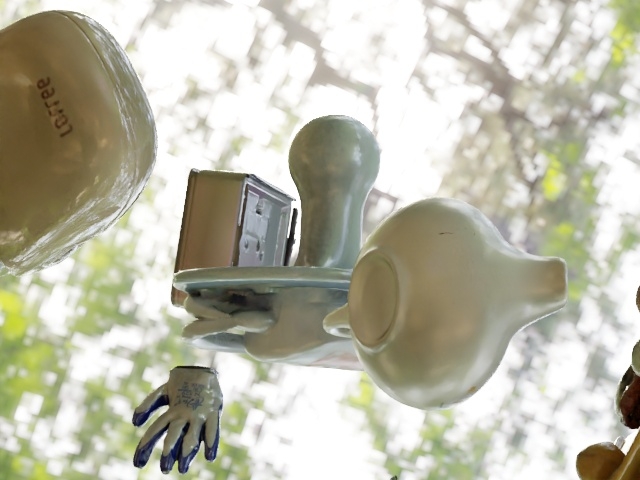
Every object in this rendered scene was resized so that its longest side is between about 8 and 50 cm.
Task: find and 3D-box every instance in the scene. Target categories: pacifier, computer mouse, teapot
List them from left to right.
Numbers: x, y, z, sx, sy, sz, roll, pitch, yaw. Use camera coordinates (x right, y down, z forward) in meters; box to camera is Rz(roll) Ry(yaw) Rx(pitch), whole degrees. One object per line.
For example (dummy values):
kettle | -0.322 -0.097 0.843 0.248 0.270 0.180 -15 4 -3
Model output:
computer mouse | -0.191 -0.057 1.176 0.236 0.082 0.145 -27 -92 52
pacifier | 0.000 0.000 1.660 0.244 0.299 0.233 1 -97 45
teapot | 0.066 0.043 1.240 0.226 0.092 0.145 -15 -110 57

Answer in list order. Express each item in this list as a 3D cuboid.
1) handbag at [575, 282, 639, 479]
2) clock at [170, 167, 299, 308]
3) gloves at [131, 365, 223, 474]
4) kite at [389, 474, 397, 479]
handbag | 0.251 0.156 1.351 0.401 0.133 0.283 -67 169 24
clock | -0.086 0.012 1.863 0.071 0.192 0.147 7 -95 14
gloves | -0.099 0.126 1.258 0.064 0.026 0.086 -1 -126 11
kite | 0.093 0.300 1.410 0.012 0.250 0.229 -18 -171 15
